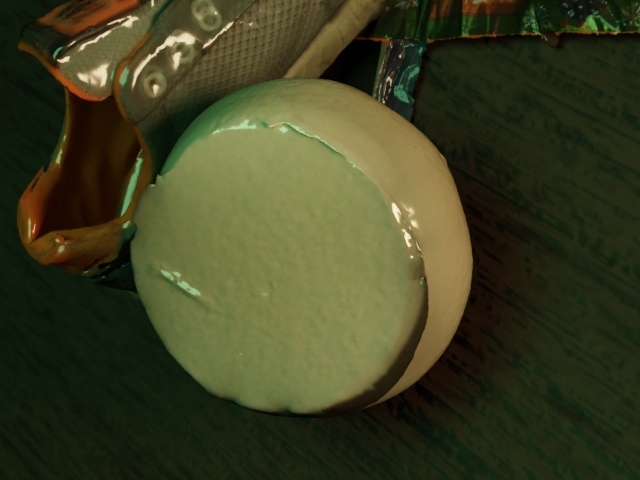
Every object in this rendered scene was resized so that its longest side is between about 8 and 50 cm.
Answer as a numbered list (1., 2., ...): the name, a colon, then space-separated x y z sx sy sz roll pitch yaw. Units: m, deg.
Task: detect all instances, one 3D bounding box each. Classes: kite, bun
1. kite: 0.070 -0.170 0.817 0.321 0.016 0.234 4 78 39
2. bun: 0.000 0.000 0.749 0.172 0.120 0.173 8 109 23

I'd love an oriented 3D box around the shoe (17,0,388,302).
1. shoe: -0.081 -0.117 0.796 0.132 0.171 0.336 38 110 37
